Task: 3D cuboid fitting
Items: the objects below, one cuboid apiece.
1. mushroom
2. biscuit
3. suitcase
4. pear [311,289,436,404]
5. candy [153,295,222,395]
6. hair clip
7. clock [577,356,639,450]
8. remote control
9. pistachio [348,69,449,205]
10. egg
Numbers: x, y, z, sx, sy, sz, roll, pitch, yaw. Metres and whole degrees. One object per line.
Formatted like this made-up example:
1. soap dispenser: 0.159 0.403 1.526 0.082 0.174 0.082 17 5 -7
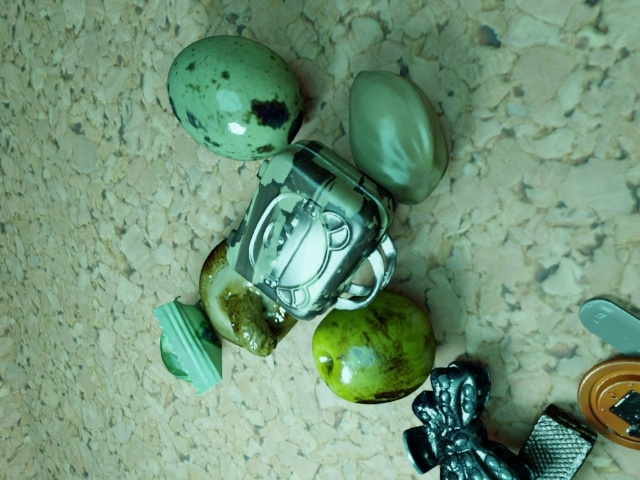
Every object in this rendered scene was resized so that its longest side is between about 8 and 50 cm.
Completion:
1. mushroom: -0.189 0.140 1.168 0.345 0.239 0.345 -3 77 15
2. biscuit: 0.480 0.559 0.957 0.107 0.073 0.388 31 111 35
3. suitcase: 0.000 0.000 0.907 0.339 0.194 0.351 37 123 9
4. pear: 0.123 0.249 0.978 0.284 0.283 0.283 5 101 26
5. candy: -0.401 0.332 1.269 0.262 0.172 0.398 61 149 10
6. hair clip: 0.317 0.440 0.946 0.206 0.195 0.310 -35 63 35
7. clock: 0.638 0.333 0.849 0.205 0.051 0.205 9 109 29
8. remote control: 0.647 0.206 0.852 0.245 0.022 0.077 37 111 16
9. pistachio: 0.161 -0.236 0.933 0.226 0.208 0.331 136 115 -71
10. egg: -0.215 -0.350 1.042 0.379 0.288 0.287 21 107 22
